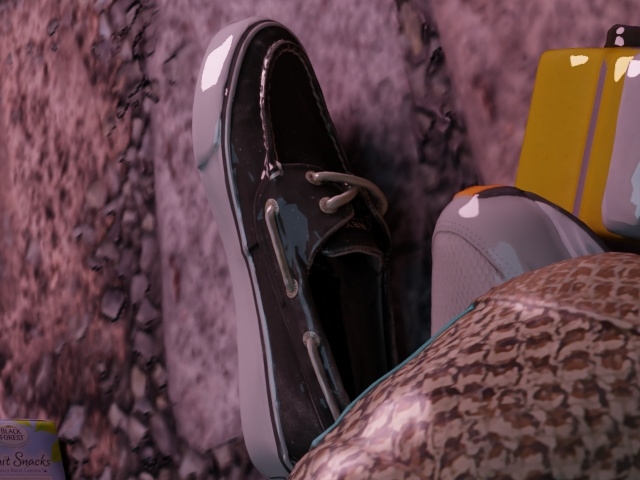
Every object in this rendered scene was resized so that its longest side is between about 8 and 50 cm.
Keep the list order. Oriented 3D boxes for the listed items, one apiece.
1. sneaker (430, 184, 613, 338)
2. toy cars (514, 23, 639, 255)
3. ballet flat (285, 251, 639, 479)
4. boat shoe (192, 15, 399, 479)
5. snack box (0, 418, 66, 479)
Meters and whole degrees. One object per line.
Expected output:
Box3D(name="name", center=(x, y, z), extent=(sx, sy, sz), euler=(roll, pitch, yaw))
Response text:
Box3D(name="sneaker", center=(0.056, 0.113, 0.502), extent=(0.099, 0.121, 0.262), euler=(168, 93, -71))
Box3D(name="toy cars", center=(0.175, 0.050, 0.467), extent=(0.176, 0.087, 0.393), euler=(-48, 53, 28))
Box3D(name="ballet flat", center=(0.145, 0.225, 0.333), extent=(0.482, 0.182, 0.164), euler=(55, 160, 17))
Box3D(name="boat shoe", center=(0.000, 0.000, 0.662), extent=(0.070, 0.078, 0.219), euler=(-17, 79, 42))
Box3D(name="snack box", center=(-0.202, 0.225, 0.818), extent=(0.174, 0.070, 0.207), euler=(-33, 63, 35))
